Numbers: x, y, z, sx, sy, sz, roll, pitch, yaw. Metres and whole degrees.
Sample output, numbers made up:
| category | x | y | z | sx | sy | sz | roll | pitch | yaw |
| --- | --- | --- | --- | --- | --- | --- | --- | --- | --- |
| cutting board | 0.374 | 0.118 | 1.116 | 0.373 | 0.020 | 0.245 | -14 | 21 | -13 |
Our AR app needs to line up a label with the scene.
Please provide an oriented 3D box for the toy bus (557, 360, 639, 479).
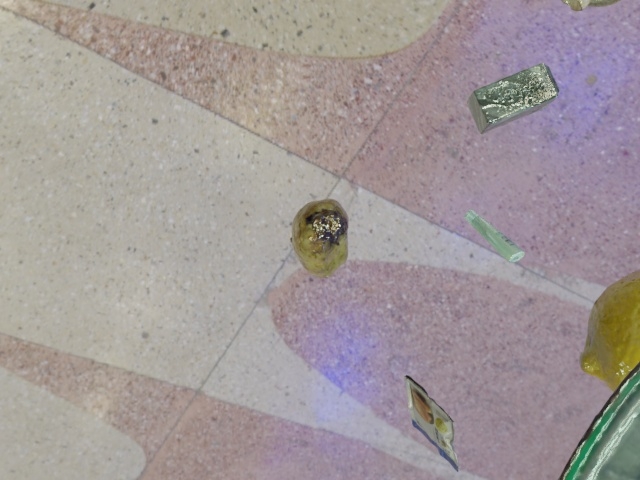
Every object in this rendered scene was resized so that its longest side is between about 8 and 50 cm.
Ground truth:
| category | x | y | z | sx | sy | sz | roll | pitch | yaw |
| --- | --- | --- | --- | --- | --- | --- | --- | --- | --- |
| toy bus | 0.331 | 0.201 | 0.356 | 0.184 | 0.343 | 0.199 | -60 | 153 | 11 |

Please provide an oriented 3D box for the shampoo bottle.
| category | x | y | z | sx | sy | sz | roll | pitch | yaw |
| --- | --- | --- | --- | --- | --- | --- | --- | --- | --- |
| shampoo bottle | 0.474 | -0.015 | 1.647 | 0.069 | 0.191 | 0.041 | -14 | 139 | -36 |

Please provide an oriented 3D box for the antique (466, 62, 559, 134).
| category | x | y | z | sx | sy | sz | roll | pitch | yaw |
| --- | --- | --- | --- | --- | --- | --- | --- | --- | --- |
| antique | 0.437 | -0.322 | 1.351 | 0.182 | 0.086 | 0.088 | -23 | 85 | 2 |

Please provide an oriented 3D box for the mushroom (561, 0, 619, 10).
| category | x | y | z | sx | sy | sz | roll | pitch | yaw |
| --- | --- | --- | --- | --- | --- | --- | --- | --- | --- |
| mushroom | 0.597 | -0.596 | 1.322 | 0.204 | 0.204 | 0.204 | -4 | 123 | -6 |

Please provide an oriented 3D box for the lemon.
| category | x | y | z | sx | sy | sz | roll | pitch | yaw |
| --- | --- | --- | --- | --- | --- | --- | --- | --- | --- |
| lemon | 0.517 | 0.146 | 0.877 | 0.253 | 0.228 | 0.229 | -25 | 123 | -1 |

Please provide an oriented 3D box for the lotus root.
| category | x | y | z | sx | sy | sz | roll | pitch | yaw |
| --- | --- | --- | --- | --- | --- | --- | --- | --- | --- |
| lotus root | 0.000 | 0.000 | 1.061 | 0.110 | 0.097 | 0.258 | -45 | 162 | -15 |

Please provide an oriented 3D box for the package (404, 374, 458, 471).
| category | x | y | z | sx | sy | sz | roll | pitch | yaw |
| --- | --- | --- | --- | --- | --- | --- | --- | --- | --- |
| package | 0.248 | 0.405 | 1.328 | 0.027 | 0.171 | 0.173 | -24 | 122 | -21 |
